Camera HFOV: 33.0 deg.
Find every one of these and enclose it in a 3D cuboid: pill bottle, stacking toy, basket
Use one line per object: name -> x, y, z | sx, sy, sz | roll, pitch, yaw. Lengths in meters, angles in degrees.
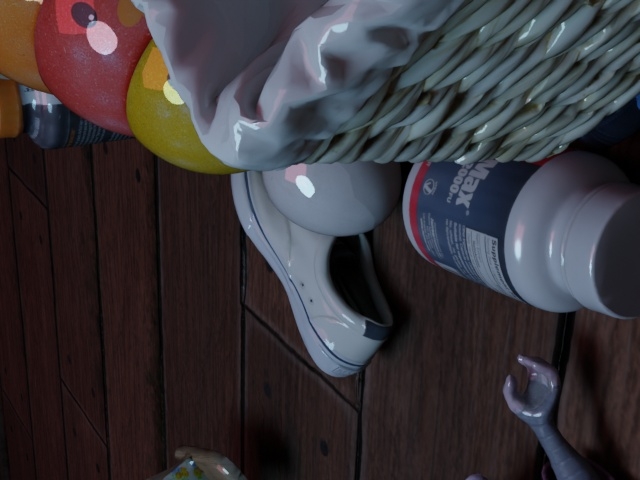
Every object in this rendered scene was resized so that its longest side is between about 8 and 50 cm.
pill bottle -> 0.147, -0.012, 0.720 | 0.180, 0.108, 0.108 | 24, 121, 56
pill bottle -> -0.271, -0.178, 1.270 | 0.130, 0.246, 0.130 | 31, 127, 53
stacking toy -> -0.101, -0.184, 0.993 | 0.480, 0.351, 0.350 | 42, 138, 21
basket -> 0.075, -0.240, 0.503 | 0.331, 0.266, 0.328 | -42, 62, 33

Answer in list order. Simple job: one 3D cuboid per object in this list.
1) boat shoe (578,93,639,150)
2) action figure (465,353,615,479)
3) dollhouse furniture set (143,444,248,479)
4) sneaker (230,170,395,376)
boat shoe -> 0.123, -0.166, 0.711 | 0.258, 0.109, 0.089 | 65, 153, 27
action figure -> 0.183, 0.264, 0.731 | 0.248, 0.276, 0.370 | -52, 14, 4
dollhouse furniture set -> -0.124, 0.491, 1.170 | 0.394, 0.362, 0.256 | 53, 156, -12
sneaker -> 0.000, 0.000, 1.033 | 0.091, 0.094, 0.258 | -44, 65, 37
